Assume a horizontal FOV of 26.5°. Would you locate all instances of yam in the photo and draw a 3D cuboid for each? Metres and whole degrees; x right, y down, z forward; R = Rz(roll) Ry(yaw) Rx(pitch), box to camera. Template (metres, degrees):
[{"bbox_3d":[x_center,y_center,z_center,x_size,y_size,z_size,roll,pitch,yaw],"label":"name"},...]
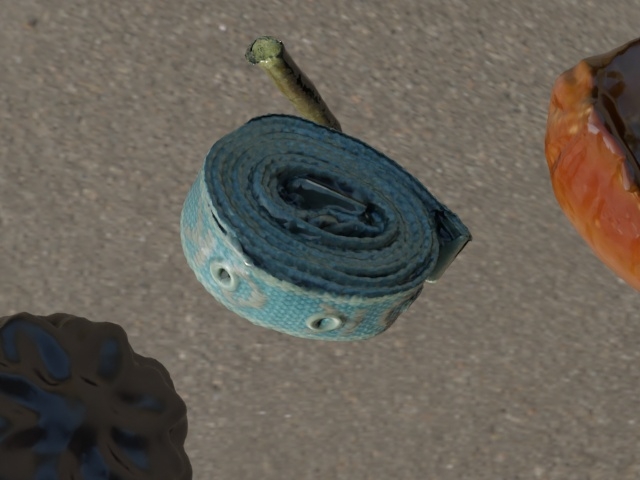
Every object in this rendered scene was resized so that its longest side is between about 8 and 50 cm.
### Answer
[{"bbox_3d":[-0.017,-0.112,1.048,0.033,0.129,0.027,-8,60,21],"label":"yam"}]

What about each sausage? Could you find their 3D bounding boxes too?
[{"bbox_3d":[0.195,-0.040,0.531,0.094,0.348,0.097,-37,75,43],"label":"sausage"}]

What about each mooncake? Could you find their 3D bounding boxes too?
[{"bbox_3d":[-0.262,0.200,1.342,0.141,0.283,0.283,-48,63,40],"label":"mooncake"}]

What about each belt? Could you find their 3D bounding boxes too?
[{"bbox_3d":[-0.008,-0.004,0.895,0.163,0.148,0.082,42,143,9],"label":"belt"}]
